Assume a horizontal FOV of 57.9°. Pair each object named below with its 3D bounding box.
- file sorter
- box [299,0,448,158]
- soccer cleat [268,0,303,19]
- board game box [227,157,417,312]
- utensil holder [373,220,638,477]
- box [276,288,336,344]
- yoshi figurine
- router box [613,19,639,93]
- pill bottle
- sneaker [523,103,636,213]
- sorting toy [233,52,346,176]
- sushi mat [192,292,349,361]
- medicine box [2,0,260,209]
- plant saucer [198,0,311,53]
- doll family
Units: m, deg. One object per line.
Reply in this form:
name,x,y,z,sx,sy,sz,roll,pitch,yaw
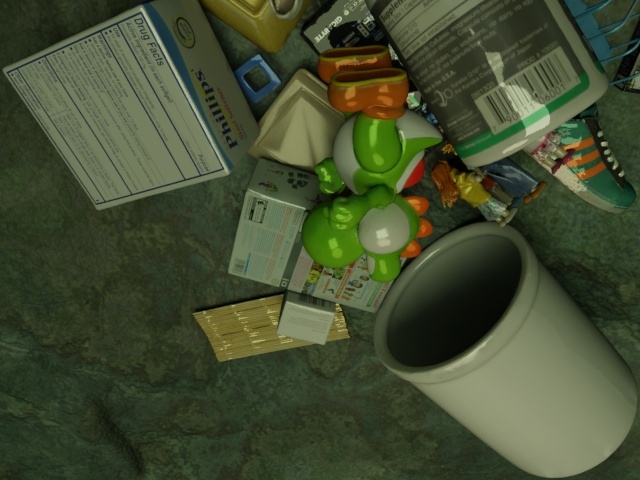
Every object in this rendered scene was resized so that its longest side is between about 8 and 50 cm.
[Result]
file sorter,0.407,-0.322,0.843,0.170,0.118,0.105,46,154,-22
box,0.171,-0.318,0.910,0.296,0.073,0.293,-38,112,22
soccer cleat,-0.054,-0.401,0.781,0.068,0.076,0.196,-4,120,6
board game box,0.000,0.000,1.074,0.304,0.097,0.224,17,136,-5
utensil holder,0.345,0.209,1.077,0.328,0.327,0.385,-37,115,23
box,-0.027,0.138,1.160,0.101,0.102,0.087,14,118,-5
yoshi figurine,0.040,-0.083,0.850,0.203,0.204,0.361,23,136,36
router box,0.583,-0.290,0.915,0.179,0.046,0.133,9,121,-2
pill bottle,0.184,-0.293,0.736,0.204,0.204,0.360,-31,95,20
sneaker,0.436,-0.162,0.966,0.302,0.108,0.121,33,122,-14
sorting toy,-0.015,-0.182,1.022,0.348,0.047,0.196,35,121,-16
sushi mat,-0.104,0.183,1.262,0.317,0.019,0.151,-13,118,11
medicine box,-0.290,-0.219,0.927,0.290,0.149,0.263,-12,120,24
plant saucer,-0.120,-0.486,0.826,0.333,0.081,0.332,32,119,-15
doll family,0.270,-0.112,0.942,0.163,0.118,0.263,37,154,5
